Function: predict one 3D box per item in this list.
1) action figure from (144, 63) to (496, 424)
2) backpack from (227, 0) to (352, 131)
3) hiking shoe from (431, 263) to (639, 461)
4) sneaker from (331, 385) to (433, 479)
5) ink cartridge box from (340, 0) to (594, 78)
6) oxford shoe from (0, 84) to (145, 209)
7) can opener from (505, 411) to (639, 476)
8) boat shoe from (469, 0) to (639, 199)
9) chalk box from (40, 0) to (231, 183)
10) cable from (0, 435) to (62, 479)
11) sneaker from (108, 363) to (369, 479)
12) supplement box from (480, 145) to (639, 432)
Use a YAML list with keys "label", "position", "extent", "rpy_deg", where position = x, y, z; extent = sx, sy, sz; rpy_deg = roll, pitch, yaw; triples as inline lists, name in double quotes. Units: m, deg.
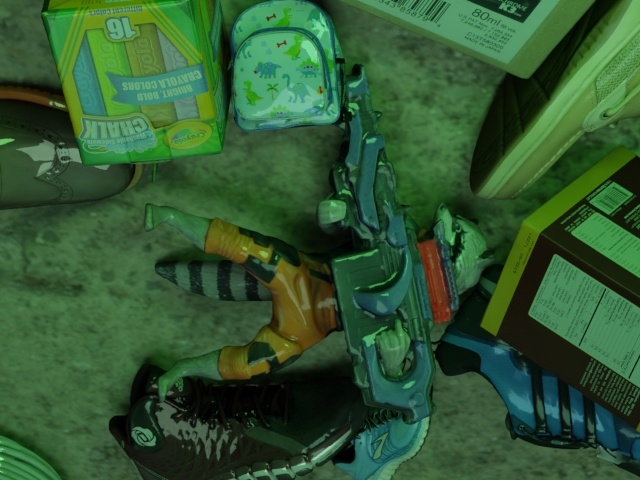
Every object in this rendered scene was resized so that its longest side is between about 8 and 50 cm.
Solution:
- label: "action figure"
  position: [0.000, 0.000, 1.783]
  extent: [0.330, 0.178, 0.341]
  rpy_deg: [-4, 100, -2]
- label: "backpack"
  position: [-0.030, -0.156, 1.643]
  extent: [0.105, 0.084, 0.114]
  rpy_deg: [-4, 94, 7]
- label: "hiking shoe"
  position: [0.250, 0.158, 1.836]
  extent: [0.304, 0.113, 0.132]
  rpy_deg: [41, 102, 6]
- label: "sneaker"
  position: [0.064, 0.203, 1.967]
  extent: [0.073, 0.063, 0.162]
  rpy_deg: [25, 126, -13]
- label: "ink cartridge box"
  position: [0.121, -0.257, 1.547]
  extent: [0.235, 0.088, 0.193]
  rpy_deg: [21, 143, -14]
- label: "oxford shoe"
  position: [-0.345, -0.058, 1.722]
  extent: [0.364, 0.133, 0.130]
  rpy_deg: [0, 129, 1]
- label: "can opener"
  position: [0.325, 0.209, 1.950]
  extent: [0.280, 0.074, 0.093]
  rpy_deg: [24, 159, -24]
- label: "boat shoe"
  position: [0.256, -0.148, 1.635]
  extent: [0.110, 0.121, 0.341]
  rpy_deg: [28, 124, -18]
- label: "chalk box"
  position: [-0.151, -0.152, 1.641]
  extent: [0.132, 0.132, 0.213]
  rpy_deg: [-6, 130, 7]
- label: "cable"
  position: [-0.400, 0.319, 2.060]
  extent: [0.257, 0.089, 0.257]
  rpy_deg: [20, 127, -14]
- label: "sneaker"
  position: [-0.100, 0.177, 1.927]
  extent: [0.281, 0.106, 0.162]
  rpy_deg: [-25, 121, 21]
- label: "supplement box"
  position: [0.289, 0.044, 1.700]
  extent: [0.194, 0.191, 0.129]
  rpy_deg: [34, 131, 19]
